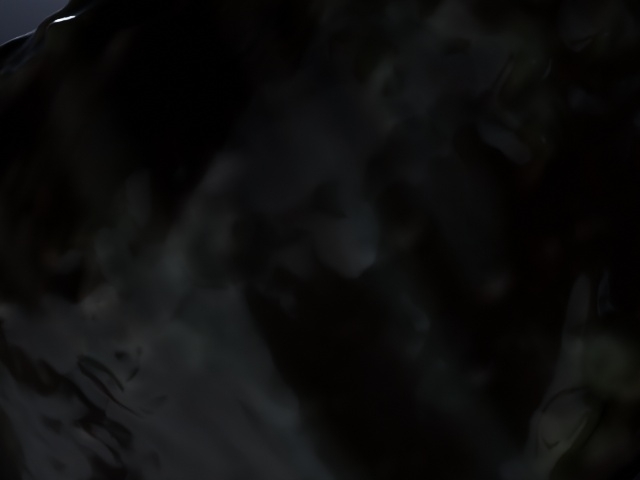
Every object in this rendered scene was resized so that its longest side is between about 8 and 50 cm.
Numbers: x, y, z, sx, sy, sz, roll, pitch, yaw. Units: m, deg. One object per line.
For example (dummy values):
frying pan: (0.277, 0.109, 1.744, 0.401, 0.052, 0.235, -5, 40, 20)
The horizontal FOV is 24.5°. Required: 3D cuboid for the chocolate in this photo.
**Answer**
chocolate: (0.012, -0.033, 0.508, 0.210, 0.340, 0.225, 54, 3, -38)
